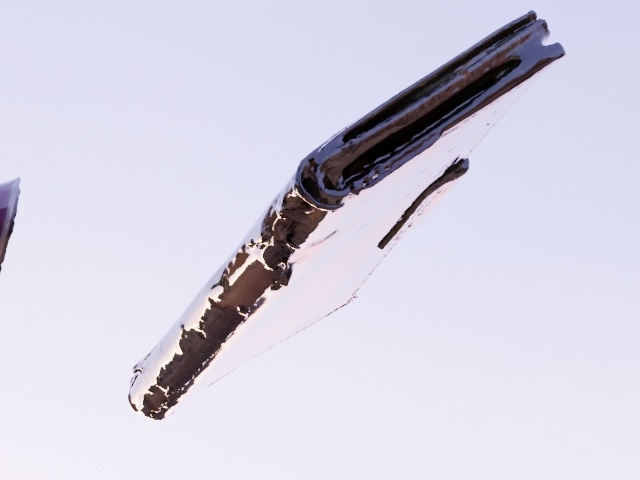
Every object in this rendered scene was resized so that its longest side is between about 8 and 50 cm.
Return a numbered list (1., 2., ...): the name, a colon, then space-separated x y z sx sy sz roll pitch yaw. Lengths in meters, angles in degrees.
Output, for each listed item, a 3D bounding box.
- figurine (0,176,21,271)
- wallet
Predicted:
1. figurine: -0.220 -0.017 0.756 0.156 0.094 0.115 15 -15 -9
2. wallet: -0.001 -0.001 0.853 0.169 0.044 0.317 -34 -9 -29
